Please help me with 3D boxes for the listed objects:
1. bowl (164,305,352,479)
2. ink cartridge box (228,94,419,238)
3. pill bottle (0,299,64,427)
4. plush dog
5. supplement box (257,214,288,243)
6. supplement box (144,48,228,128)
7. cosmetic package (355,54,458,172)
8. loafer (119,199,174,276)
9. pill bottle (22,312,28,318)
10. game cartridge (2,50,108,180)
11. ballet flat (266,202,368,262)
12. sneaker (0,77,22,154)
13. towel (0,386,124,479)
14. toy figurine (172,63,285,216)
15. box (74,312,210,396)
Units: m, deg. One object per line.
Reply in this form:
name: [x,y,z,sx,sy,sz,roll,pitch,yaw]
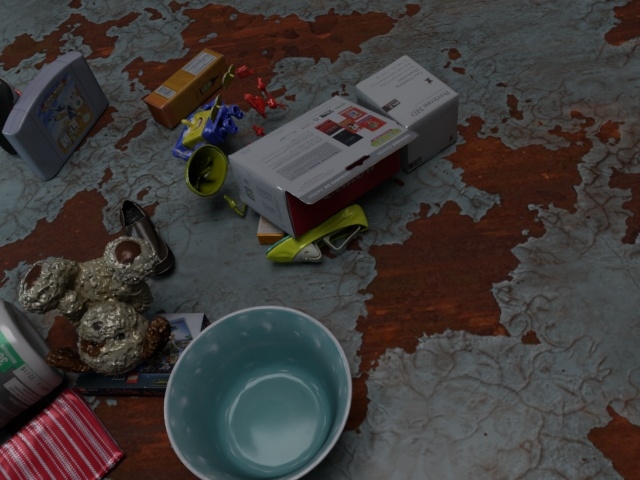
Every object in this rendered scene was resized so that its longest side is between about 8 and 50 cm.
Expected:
bowl: [-0.091,0.286,1.072,0.311,0.163,0.312,-5,54,7]
ink cartridge box: [0.015,-0.152,1.326,0.309,0.130,0.272,-34,45,-24]
pill bottle: [-0.682,0.290,1.151,0.361,0.204,0.204,-38,58,-16]
plush dog: [-0.399,0.142,1.185,0.262,0.210,0.226,-15,71,2]
supplement box: [-0.100,-0.041,1.379,0.062,0.036,0.098,0,56,11]
supplement box: [-0.345,-0.401,1.651,0.080,0.078,0.233,31,65,30]
cosmetic package: [0.197,-0.288,1.427,0.151,0.151,0.184,-35,57,-13]
loafer: [-0.396,-0.009,1.384,0.080,0.078,0.220,-33,56,-13]
pill bottle: [-0.680,0.169,1.319,0.120,0.067,0.067,5,56,13]
game cartridge: [-0.658,-0.323,1.578,0.062,0.198,0.297,16,60,14]
ballet flat: [0.000,0.000,1.316,0.231,0.077,0.077,-29,72,-13]
sneaker: [-0.755,-0.344,1.578,0.090,0.270,0.145,32,56,2]
towel: [-0.516,0.419,1.138,0.275,0.031,0.199,-41,59,-18]
toy figurine: [-0.259,-0.223,1.508,0.217,0.191,0.363,-9,56,42]
box: [-0.346,0.223,1.235,0.233,0.044,0.159,-2,55,9]
